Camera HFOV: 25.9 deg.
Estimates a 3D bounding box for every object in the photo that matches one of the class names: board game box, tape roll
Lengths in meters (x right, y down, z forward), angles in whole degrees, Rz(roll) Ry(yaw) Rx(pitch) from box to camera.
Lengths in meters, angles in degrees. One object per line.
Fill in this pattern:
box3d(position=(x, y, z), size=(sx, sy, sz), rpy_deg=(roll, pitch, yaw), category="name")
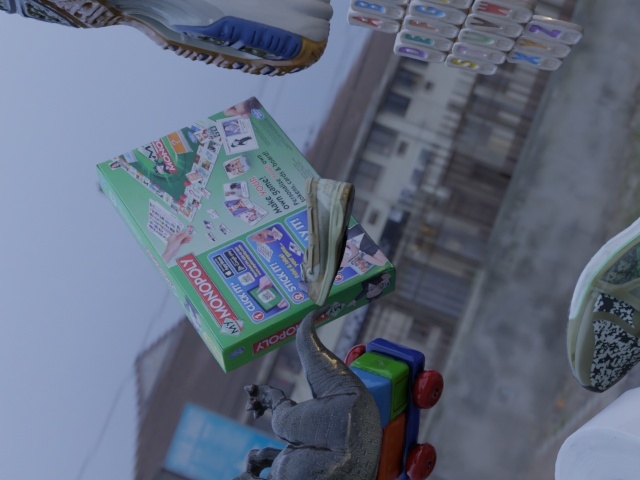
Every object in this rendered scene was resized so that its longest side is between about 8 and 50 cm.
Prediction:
box3d(position=(-0.089, -0.017, 1.565), size=(0.213, 0.317, 0.046), rpy_deg=(-26, -37, -17), category="board game box")
box3d(position=(0.395, 0.303, 1.528), size=(0.100, 0.286, 0.286), rpy_deg=(-30, -27, -28), category="tape roll")

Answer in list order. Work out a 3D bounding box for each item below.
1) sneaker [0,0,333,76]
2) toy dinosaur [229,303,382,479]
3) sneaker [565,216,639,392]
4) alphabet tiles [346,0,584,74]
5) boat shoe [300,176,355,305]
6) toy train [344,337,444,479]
box3d(position=(-0.127, -0.198, 0.867), size=(0.112, 0.296, 0.131), rpy_deg=(0, 78, 61), category="sneaker")
box3d(position=(-0.007, 0.198, 1.208), size=(0.121, 0.160, 0.313), rpy_deg=(65, -143, -37), category="toy dinosaur")
box3d(position=(0.457, 0.044, 1.699), size=(0.410, 0.158, 0.182), rpy_deg=(-56, 39, 19), category="sneaker")
box3d(position=(0.171, -0.259, 1.703), size=(0.284, 0.278, 0.021), rpy_deg=(108, 175, -81), category="alphabet tiles")
box3d(position=(0.000, 0.001, 1.396), size=(0.056, 0.048, 0.153), rpy_deg=(-69, -8, -45), category="boat shoe")
box3d(position=(0.042, 0.238, 1.430), size=(0.143, 0.105, 0.248), rpy_deg=(-28, -51, -51), category="toy train")
